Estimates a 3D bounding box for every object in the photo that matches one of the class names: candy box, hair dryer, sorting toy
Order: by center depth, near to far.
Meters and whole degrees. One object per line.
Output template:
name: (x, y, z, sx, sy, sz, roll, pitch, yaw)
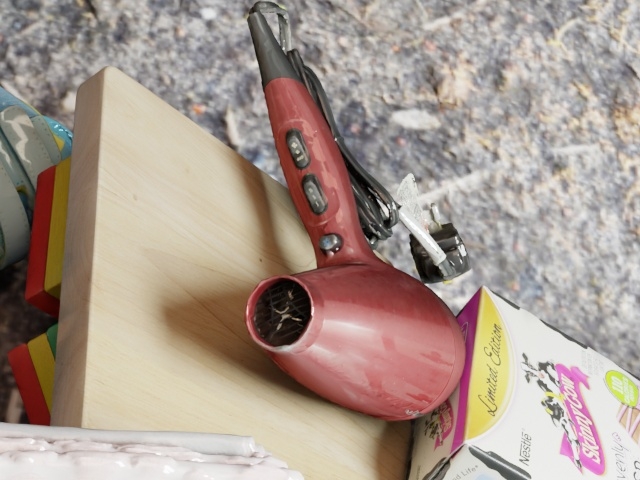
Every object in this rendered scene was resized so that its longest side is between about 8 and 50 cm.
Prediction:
sorting toy: (-0.061, 0.080, 0.824, 0.257, 0.089, 0.256, 35, 39, -39)
hair dryer: (0.000, 0.000, 0.830, 0.224, 0.080, 0.293, 49, 17, -16)
candy box: (0.169, 0.145, 0.884, 0.233, 0.071, 0.159, 29, 32, -9)

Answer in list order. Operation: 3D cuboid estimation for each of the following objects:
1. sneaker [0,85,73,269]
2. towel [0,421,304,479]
sneaker: (-0.212, 0.024, 0.838, 0.208, 0.127, 0.319, -12, 65, -25)
towel: (-0.191, 0.219, 0.642, 0.331, 0.317, 0.053, 6, 17, -15)
